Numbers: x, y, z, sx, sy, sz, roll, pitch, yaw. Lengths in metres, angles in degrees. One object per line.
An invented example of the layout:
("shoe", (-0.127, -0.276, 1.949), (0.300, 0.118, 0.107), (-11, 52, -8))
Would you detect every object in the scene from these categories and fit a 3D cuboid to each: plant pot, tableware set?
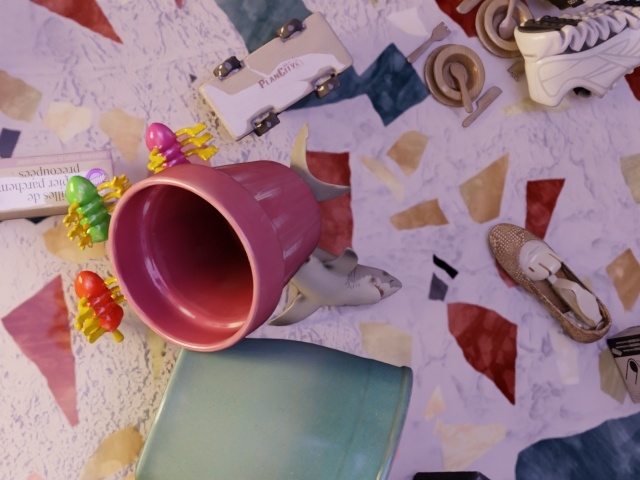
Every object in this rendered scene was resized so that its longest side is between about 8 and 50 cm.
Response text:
("plant pot", (-0.062, 0.225, 1.662), (0.255, 0.271, 0.272), (21, 74, -3))
("plant pot", (-0.099, -0.002, 1.626), (0.180, 0.201, 0.201), (-32, 94, -50))
("tableware set", (0.218, -0.254, 1.959), (0.128, 0.039, 0.194), (48, 68, -8))

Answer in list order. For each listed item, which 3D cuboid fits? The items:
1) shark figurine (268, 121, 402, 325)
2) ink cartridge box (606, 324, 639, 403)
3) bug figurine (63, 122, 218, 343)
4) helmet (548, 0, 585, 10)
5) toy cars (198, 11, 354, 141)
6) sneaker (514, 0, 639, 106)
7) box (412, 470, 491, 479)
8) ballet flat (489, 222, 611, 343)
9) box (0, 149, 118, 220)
("shark figurine", (-0.023, -0.007, 1.778), (0.166, 0.278, 0.116), (-24, 49, 5))
("ink cartridge box", (0.453, 0.152, 1.893), (0.046, 0.207, 0.097), (-24, 91, -22))
("bug figurine", (-0.197, -0.019, 1.703), (0.279, 0.072, 0.216), (-37, 131, -25))
("helmet", (0.330, -0.405, 1.964), (0.169, 0.169, 0.161), (-38, 101, -22))
("toy cars", (-0.036, -0.295, 1.847), (0.176, 0.087, 0.394), (16, 79, -13))
("sneaker", (0.388, -0.259, 2.004), (0.292, 0.110, 0.118), (-16, 109, -26))
("box", (0.191, 0.472, 1.755), (0.296, 0.183, 0.294), (36, 69, -12))
("ballet flat", (0.307, 0.050, 1.928), (0.206, 0.067, 0.073), (43, 70, -9))
("box", (-0.395, -0.053, 1.673), (0.324, 0.067, 0.063), (-7, 84, -21))
